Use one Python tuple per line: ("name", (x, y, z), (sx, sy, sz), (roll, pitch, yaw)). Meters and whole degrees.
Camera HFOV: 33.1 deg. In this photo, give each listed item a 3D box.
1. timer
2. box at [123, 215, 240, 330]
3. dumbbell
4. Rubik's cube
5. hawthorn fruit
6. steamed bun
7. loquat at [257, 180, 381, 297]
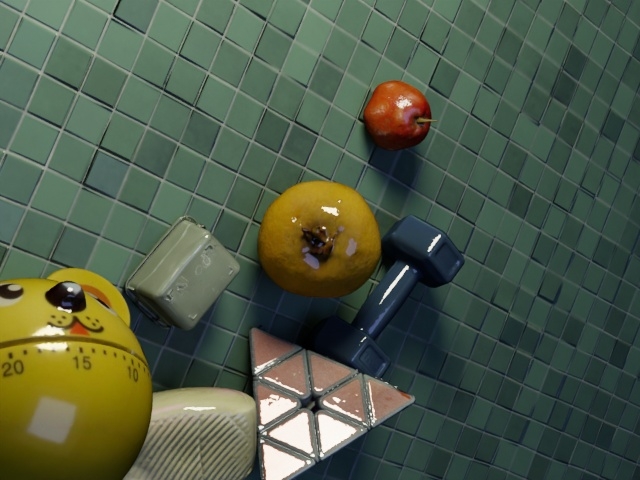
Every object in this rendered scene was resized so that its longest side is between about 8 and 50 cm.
("timer", (-0.409, 0.180, 1.479), (0.376, 0.376, 0.386), (11, 50, -38))
("box", (-0.213, 0.058, 1.720), (0.172, 0.093, 0.124), (-52, 125, -16))
("dumbbell", (0.117, 0.111, 1.949), (0.325, 0.160, 0.144), (-53, 156, -16))
("Rubik's cube", (-0.021, 0.306, 1.831), (0.228, 0.229, 0.233), (24, 89, -34))
("hawthorn fruit", (0.138, -0.218, 1.912), (0.125, 0.140, 0.125), (-4, 122, -7))
("steamed bun", (-0.223, 0.314, 1.739), (0.239, 0.152, 0.169), (-3, 108, -12))
("loquat", (0.000, 0.000, 1.798), (0.208, 0.208, 0.208), (-9, 105, -35))
